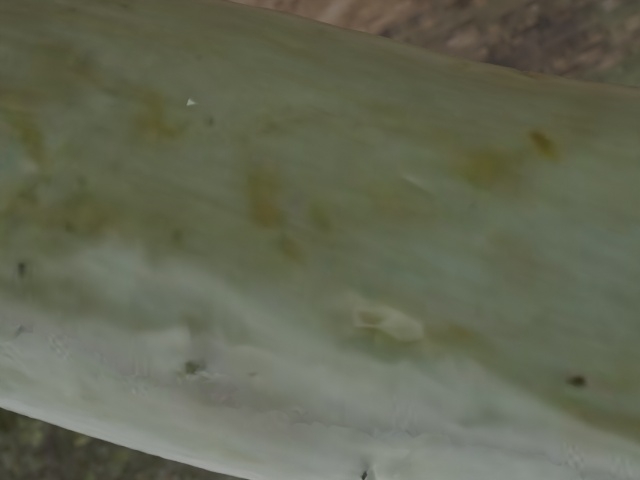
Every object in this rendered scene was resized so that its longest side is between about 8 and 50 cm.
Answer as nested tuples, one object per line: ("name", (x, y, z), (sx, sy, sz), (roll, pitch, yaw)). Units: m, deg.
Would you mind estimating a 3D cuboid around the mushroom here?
("mushroom", (0.000, 0.000, 0.354), (0.312, 0.100, 0.081), (13, 165, 2))
